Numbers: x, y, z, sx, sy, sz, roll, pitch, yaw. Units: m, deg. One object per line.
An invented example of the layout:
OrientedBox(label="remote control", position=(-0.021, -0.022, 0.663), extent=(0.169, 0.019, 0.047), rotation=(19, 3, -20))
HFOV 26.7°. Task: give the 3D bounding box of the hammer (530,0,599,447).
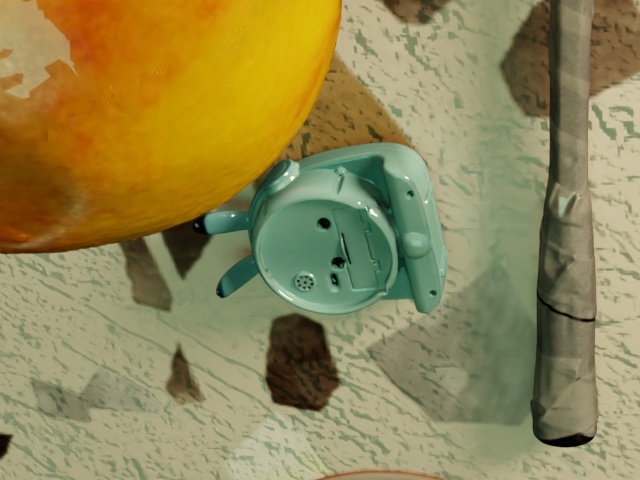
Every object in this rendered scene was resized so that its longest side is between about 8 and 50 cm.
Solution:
OrientedBox(label="hammer", position=(0.134, -0.043, 0.777), extent=(0.152, 0.044, 0.426), rotation=(2, 126, 8))

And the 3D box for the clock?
OrientedBox(label="clock", position=(0.000, -0.001, 0.827), extent=(0.147, 0.045, 0.108), rotation=(-7, 122, 15))

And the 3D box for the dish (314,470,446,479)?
OrientedBox(label="dish", position=(0.054, 0.293, 0.995), extent=(0.260, 0.085, 0.260), rotation=(5, 125, 8))

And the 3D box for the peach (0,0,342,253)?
OrientedBox(label="peach", position=(-0.150, -0.123, 0.628), extent=(0.308, 0.289, 0.289), rotation=(-23, 118, 9))
